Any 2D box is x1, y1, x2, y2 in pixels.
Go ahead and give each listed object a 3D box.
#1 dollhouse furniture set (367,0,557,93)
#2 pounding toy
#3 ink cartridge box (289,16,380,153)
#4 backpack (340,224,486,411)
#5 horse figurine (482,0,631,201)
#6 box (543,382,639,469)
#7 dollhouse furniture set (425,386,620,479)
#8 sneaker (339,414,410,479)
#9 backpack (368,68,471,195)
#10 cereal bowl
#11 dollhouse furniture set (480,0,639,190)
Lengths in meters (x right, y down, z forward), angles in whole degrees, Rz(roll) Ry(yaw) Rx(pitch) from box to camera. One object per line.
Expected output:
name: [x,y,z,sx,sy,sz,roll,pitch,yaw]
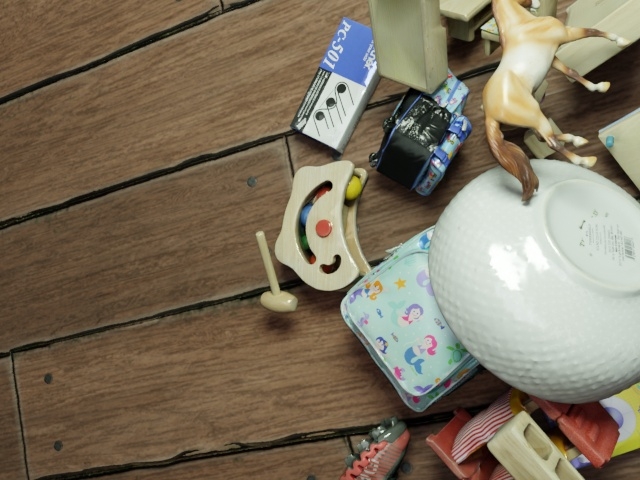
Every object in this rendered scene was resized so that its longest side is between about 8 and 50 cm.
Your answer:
dollhouse furniture set: [0.186,-0.351,0.889,0.212,0.161,0.242,30,61,34]
pounding toy: [0.000,0.000,1.003,0.154,0.155,0.269,15,91,24]
ink cartridge box: [0.038,-0.263,1.068,0.097,0.046,0.207,29,95,17]
backpack: [0.177,0.100,0.926,0.254,0.191,0.225,-38,74,8]
horse figurine: [0.260,-0.186,0.750,0.175,0.066,0.263,23,77,-3]
box: [0.423,0.249,0.898,0.179,0.043,0.105,-27,78,14]
dollhouse furniture set: [0.211,0.294,0.770,0.152,0.374,0.201,50,123,15]
sneaker: [0.077,0.407,0.977,0.135,0.098,0.276,34,99,19]
backpack: [0.169,-0.178,0.965,0.117,0.158,0.173,32,72,5]
cereal bowl: [0.318,0.024,0.801,0.339,0.141,0.338,7,56,-11]
dollhouse furniture set: [0.456,-0.202,0.907,0.303,0.198,0.286,45,134,-11]
